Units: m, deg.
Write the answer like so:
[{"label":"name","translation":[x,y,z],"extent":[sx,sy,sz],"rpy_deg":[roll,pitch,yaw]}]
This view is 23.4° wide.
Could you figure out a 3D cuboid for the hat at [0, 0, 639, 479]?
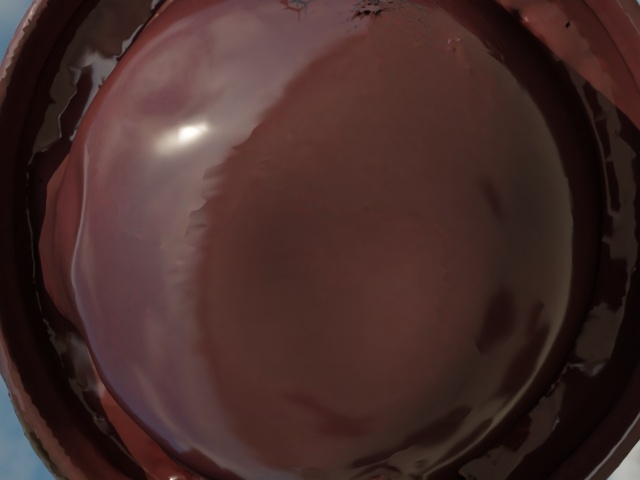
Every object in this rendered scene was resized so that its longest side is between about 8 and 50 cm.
[{"label":"hat","translation":[0.000,0.000,0.393],"extent":[0.089,0.205,0.205],"rpy_deg":[-51,-30,-82]}]
